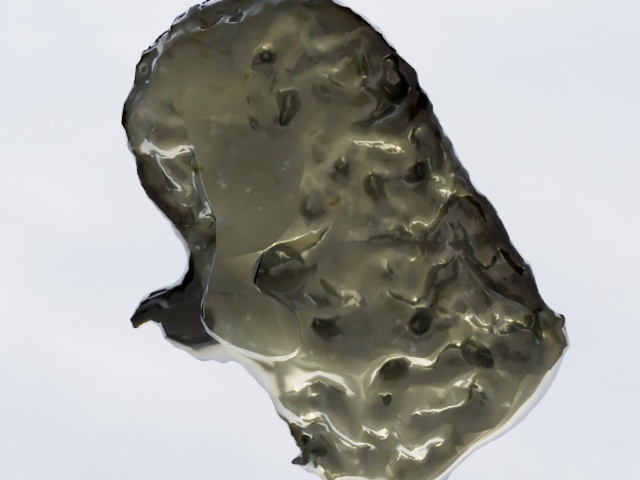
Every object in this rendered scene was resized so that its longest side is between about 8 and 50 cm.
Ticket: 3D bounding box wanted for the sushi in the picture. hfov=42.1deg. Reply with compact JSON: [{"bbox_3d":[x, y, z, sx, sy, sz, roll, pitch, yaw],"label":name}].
[{"bbox_3d":[0.000,0.000,0.568,0.234,0.207,0.348,-27,-80,7],"label":"sushi"}]
